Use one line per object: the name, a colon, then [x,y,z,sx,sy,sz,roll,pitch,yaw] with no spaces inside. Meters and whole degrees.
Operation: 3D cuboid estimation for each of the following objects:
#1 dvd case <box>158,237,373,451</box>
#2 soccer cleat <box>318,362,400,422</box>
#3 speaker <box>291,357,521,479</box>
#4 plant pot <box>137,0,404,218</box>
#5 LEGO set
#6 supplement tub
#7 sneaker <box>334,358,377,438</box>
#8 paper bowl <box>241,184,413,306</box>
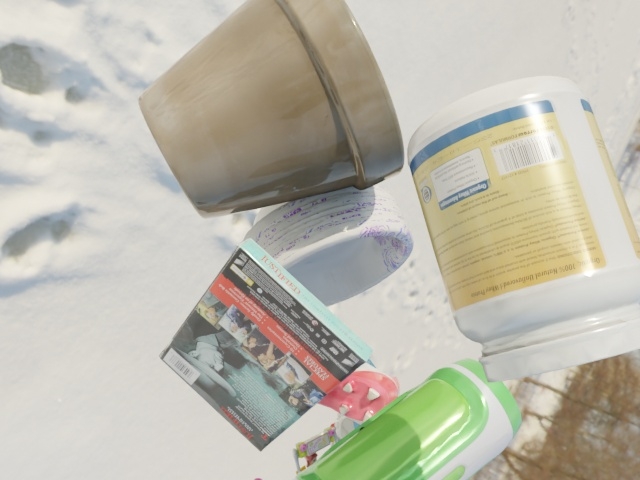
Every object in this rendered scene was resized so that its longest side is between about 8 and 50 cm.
dvd case: [-0.036,0.063,0.359,0.119,0.087,0.013,-50,177,39]
soccer cleat: [-0.008,0.184,0.910,0.095,0.248,0.083,-14,118,-65]
speaker: [0.096,0.267,0.773,0.297,0.131,0.131,-31,147,-19]
plant pot: [-0.081,-0.173,0.897,0.280,0.323,0.323,-29,152,-4]
LEGO set: [0.006,0.358,1.114,0.287,0.132,0.107,-23,102,-56]
supplement tub: [0.157,-0.005,0.491,0.144,0.144,0.199,21,53,-69]
sneaker: [0.061,0.262,1.017,0.092,0.228,0.087,-33,144,16]
paper bowl: [0.000,0.000,1.084,0.284,0.148,0.284,-20,156,-9]
